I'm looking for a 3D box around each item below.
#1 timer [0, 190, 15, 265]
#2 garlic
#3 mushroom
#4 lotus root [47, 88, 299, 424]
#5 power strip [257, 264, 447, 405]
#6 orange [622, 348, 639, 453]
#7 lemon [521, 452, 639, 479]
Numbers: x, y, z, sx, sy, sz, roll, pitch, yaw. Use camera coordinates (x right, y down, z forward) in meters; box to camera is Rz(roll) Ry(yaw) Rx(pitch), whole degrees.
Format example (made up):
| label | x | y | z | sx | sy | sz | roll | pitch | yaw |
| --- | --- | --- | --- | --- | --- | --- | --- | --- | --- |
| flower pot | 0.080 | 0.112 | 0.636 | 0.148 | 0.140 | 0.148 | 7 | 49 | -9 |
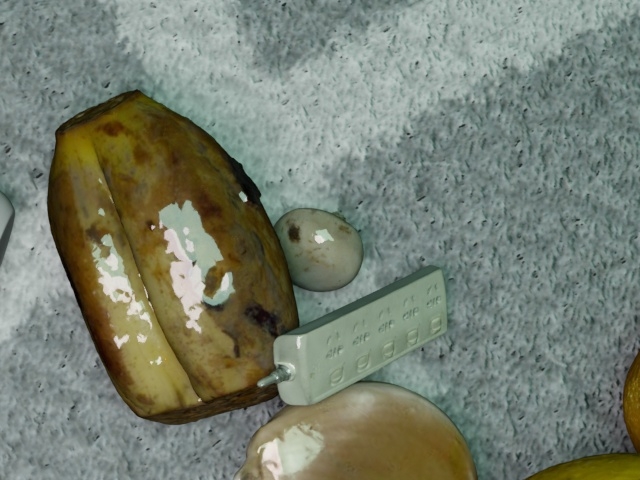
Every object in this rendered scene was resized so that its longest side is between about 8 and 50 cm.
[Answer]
| label | x | y | z | sx | sy | sz | roll | pitch | yaw |
| --- | --- | --- | --- | --- | --- | --- | --- | --- | --- |
| timer | -0.331 | 0.004 | 1.454 | 0.136 | 0.099 | 0.136 | 4 | 73 | -14 |
| garlic | 0.022 | 0.219 | 1.460 | 0.228 | 0.110 | 0.217 | 38 | 83 | -22 |
| mushroom | 0.000 | 0.000 | 1.514 | 0.085 | 0.085 | 0.079 | 27 | 46 | -3 |
| lotus root | -0.125 | 0.011 | 1.440 | 0.193 | 0.193 | 0.291 | -22 | 87 | -9 |
| power strip | 0.034 | 0.080 | 1.447 | 0.252 | 0.027 | 0.060 | -24 | 113 | -48 |
| orange | 0.376 | 0.139 | 1.465 | 0.236 | 0.236 | 0.236 | 1 | 83 | -7 |
| lemon | 0.228 | 0.297 | 1.367 | 0.258 | 0.310 | 0.258 | 10 | 63 | -21 |
